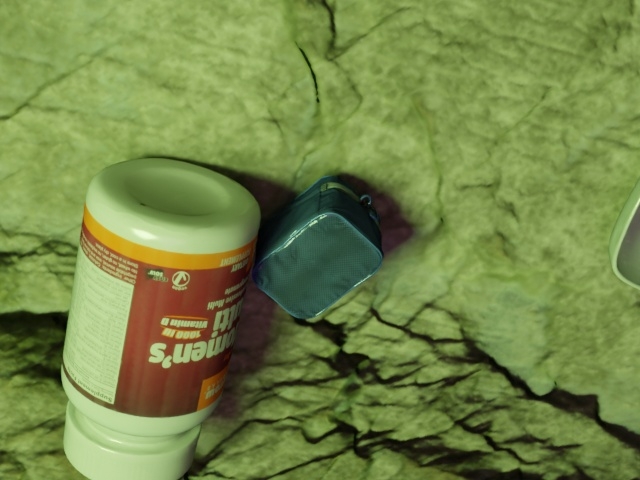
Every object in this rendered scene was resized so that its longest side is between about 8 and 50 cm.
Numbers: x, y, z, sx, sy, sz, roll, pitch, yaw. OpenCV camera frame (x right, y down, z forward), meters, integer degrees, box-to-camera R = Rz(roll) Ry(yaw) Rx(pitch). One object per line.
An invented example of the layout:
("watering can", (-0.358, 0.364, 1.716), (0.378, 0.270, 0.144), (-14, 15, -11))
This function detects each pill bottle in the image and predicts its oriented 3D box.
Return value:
("pill bottle", (-0.121, 0.063, 0.800), (0.121, 0.121, 0.221), (9, 116, -10))

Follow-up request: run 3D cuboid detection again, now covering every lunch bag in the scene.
("lunch bag", (0.000, 0.000, 0.810), (0.098, 0.065, 0.067), (-36, 116, 19))

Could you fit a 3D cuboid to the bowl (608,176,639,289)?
("bowl", (0.293, -0.021, 0.832), (0.142, 0.053, 0.142), (17, 114, -14))
